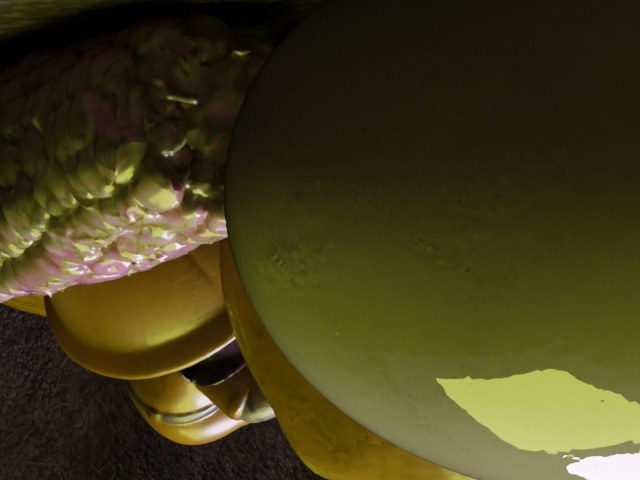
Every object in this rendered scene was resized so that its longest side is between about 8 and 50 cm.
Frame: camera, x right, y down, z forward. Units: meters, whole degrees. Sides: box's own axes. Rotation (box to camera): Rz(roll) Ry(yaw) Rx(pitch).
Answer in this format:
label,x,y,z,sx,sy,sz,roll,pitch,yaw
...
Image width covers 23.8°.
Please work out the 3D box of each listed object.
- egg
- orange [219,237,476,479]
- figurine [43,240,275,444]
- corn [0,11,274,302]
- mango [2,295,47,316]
label,x,y,z,sx,sy,sz,roll,pitch,yaw
egg,0.085,-0.011,0.477,0.241,0.186,0.186,1,178,-23
orange,0.086,0.014,0.723,0.279,0.235,0.279,-1,174,0
figurine,-0.085,0.027,0.923,0.167,0.192,0.257,-20,140,-19
corn,-0.130,-0.027,0.717,0.126,0.127,0.335,-4,179,-37
mango,-0.175,-0.012,1.086,0.195,0.142,0.331,-9,171,23
